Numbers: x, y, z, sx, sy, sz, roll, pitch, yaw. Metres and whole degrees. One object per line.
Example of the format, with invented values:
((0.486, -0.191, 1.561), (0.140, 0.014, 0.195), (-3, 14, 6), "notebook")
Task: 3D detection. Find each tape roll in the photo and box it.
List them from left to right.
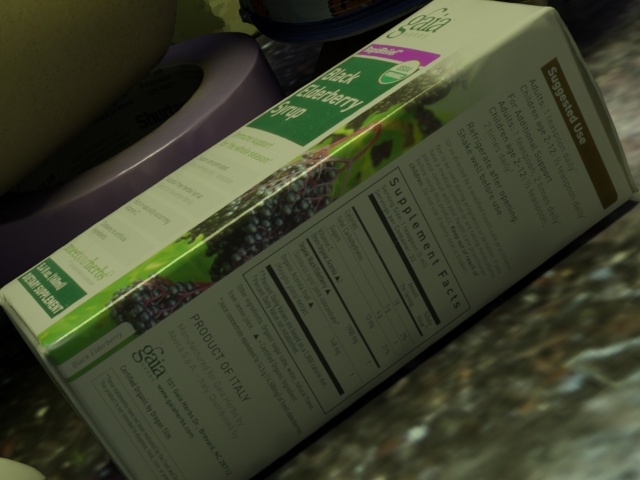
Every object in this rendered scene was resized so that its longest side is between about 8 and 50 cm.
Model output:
((-0.099, -0.031, 0.755), (0.189, 0.080, 0.189), (-24, 23, 11), "tape roll")

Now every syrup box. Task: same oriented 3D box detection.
((0.000, 0.000, 0.563), (0.237, 0.096, 0.093), (-36, 24, -12), "syrup box")

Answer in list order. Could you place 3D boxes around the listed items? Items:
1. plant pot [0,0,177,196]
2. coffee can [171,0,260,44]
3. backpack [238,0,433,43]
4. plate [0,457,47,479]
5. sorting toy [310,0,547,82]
((-0.216, -0.103, 0.677), (0.274, 0.256, 0.256), (-24, 18, -33), "plant pot")
((-0.109, -0.285, 1.121), (0.201, 0.201, 0.275), (-29, 24, 0), "coffee can")
((0.012, -0.224, 0.741), (0.276, 0.213, 0.263), (-32, 15, 2), "backpack")
((-0.287, 0.154, 0.534), (0.277, 0.045, 0.278), (-18, 7, 27), "plate")
((0.070, -0.119, 0.784), (0.132, 0.046, 0.274), (-21, 25, 19), "sorting toy")
